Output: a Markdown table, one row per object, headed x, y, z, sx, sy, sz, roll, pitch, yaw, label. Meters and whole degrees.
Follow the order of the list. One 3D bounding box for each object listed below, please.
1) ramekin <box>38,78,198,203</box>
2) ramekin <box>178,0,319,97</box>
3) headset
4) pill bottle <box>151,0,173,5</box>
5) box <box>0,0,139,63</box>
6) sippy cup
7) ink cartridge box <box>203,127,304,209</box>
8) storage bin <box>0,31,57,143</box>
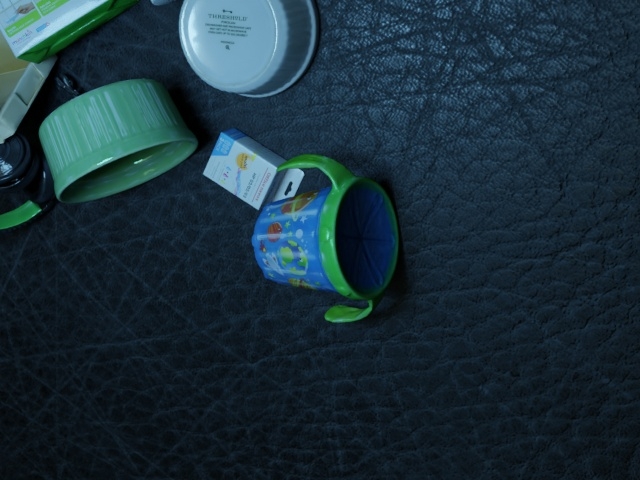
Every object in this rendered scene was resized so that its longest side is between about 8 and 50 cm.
| x | y | z | sx | sy | sz | roll | pitch | yaw | label |
| --- | --- | --- | --- | --- | --- | --- | --- | --- | --- |
| -0.414 | -0.203 | 1.827 | 0.303 | 0.303 | 0.148 | -26 | 86 | 28 | ramekin |
| -0.148 | -0.404 | 1.737 | 0.273 | 0.127 | 0.272 | 7 | 108 | 23 | ramekin |
| -0.655 | -0.180 | 1.992 | 0.394 | 0.243 | 0.185 | -42 | 66 | 13 | headset |
| -0.355 | -0.622 | 1.735 | 0.181 | 0.181 | 0.323 | -31 | 91 | 28 | pill bottle |
| -0.547 | -0.527 | 1.831 | 0.262 | 0.127 | 0.231 | -31 | 91 | 5 | box |
| 0.000 | 0.000 | 1.750 | 0.224 | 0.240 | 0.305 | -3 | 79 | 36 | sippy cup |
| -0.136 | -0.137 | 1.847 | 0.181 | 0.061 | 0.104 | 32 | 116 | 12 | ink cartridge box |
| -0.734 | -0.326 | 1.937 | 0.260 | 0.262 | 0.123 | -7 | 138 | 26 | storage bin |
